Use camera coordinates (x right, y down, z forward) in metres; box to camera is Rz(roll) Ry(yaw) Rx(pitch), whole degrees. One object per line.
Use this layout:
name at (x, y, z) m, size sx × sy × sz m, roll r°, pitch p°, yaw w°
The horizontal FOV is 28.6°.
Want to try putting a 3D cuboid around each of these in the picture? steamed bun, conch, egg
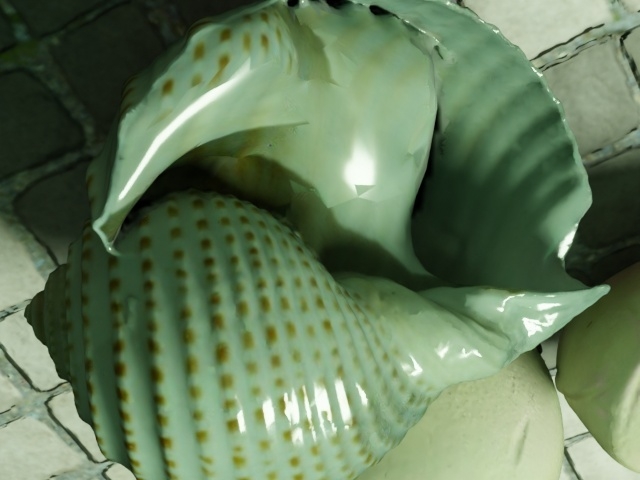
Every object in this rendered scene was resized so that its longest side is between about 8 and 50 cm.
steamed bun at (0.285, 0.063, 0.855) m, size 0.239 × 0.170 × 0.152 m, roll -2°, pitch 103°, yaw -5°
conch at (-0.012, -0.003, 0.747) m, size 0.319 × 0.215 × 0.302 m, roll -10°, pitch 106°, yaw -31°
egg at (0.041, 0.174, 0.905) m, size 0.286 × 0.174 × 0.264 m, roll -38°, pitch 116°, yaw 25°
